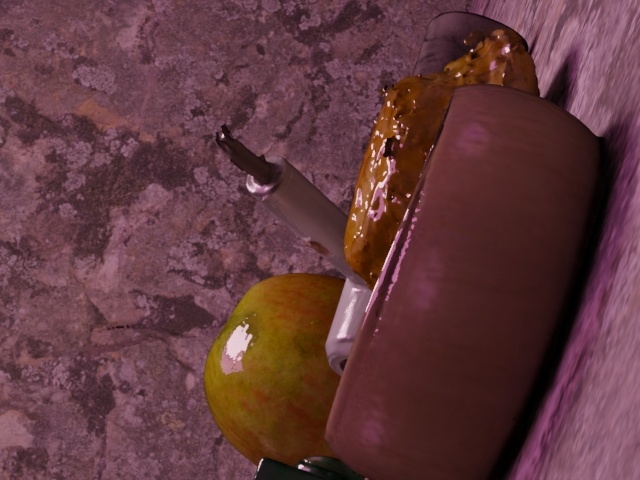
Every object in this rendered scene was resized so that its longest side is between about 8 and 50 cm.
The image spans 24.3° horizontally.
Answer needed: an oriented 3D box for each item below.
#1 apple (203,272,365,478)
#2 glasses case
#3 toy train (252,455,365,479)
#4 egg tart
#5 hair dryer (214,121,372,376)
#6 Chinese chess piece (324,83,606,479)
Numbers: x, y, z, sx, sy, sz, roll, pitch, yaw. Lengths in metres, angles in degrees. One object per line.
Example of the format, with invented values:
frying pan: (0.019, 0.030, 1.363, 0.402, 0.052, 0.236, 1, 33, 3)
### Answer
apple: (-0.019, 0.161, 1.743, 0.246, 0.226, 0.246, 21, -90, -88)
glasses case: (0.133, -0.112, 1.527, 0.060, 0.114, 0.299, 110, 180, -53)
toy train: (-0.022, 0.279, 1.018, 0.202, 0.145, 0.266, 126, 163, -80)
egg tart: (0.090, -0.042, 1.241, 0.295, 0.116, 0.294, -166, 90, -81)
hair dryer: (0.000, 0.000, 1.473, 0.108, 0.357, 0.173, -7, 55, 41)
Chinese chess piece: (0.085, 0.031, 0.890, 0.250, 0.103, 0.249, 20, -90, -87)
